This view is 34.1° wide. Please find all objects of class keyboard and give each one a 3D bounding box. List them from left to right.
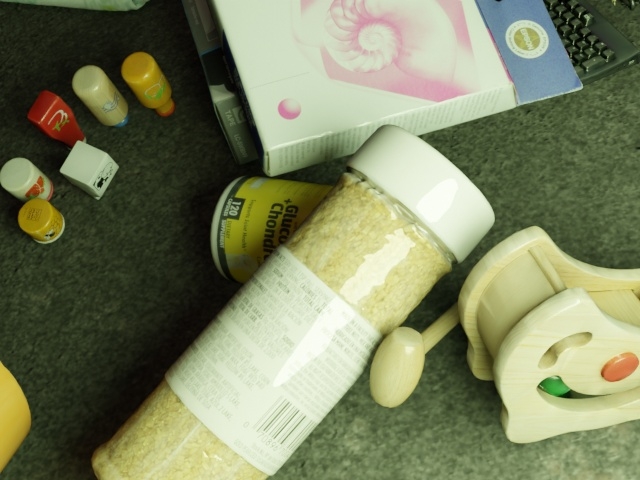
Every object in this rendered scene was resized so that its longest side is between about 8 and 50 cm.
[{"bbox_3d":[0.240,-0.291,1.152,0.201,0.033,0.317,-24,56,-18],"label":"keyboard"}]

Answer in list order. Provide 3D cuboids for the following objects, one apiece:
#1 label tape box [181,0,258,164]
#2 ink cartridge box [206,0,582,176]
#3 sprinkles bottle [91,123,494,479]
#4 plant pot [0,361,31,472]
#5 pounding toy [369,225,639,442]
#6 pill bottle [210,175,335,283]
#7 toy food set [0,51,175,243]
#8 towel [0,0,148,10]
[{"bbox_3d":[0.026,-0.246,1.166,0.333,0.106,0.241,-20,47,0],"label":"label tape box"},{"bbox_3d":[0.054,-0.256,1.014,0.330,0.071,0.324,-17,71,-8],"label":"ink cartridge box"},{"bbox_3d":[-0.020,0.076,0.816,0.355,0.121,0.121,-49,51,-4],"label":"sprinkles bottle"},{"bbox_3d":[-0.352,0.173,0.862,0.205,0.205,0.188,16,41,29],"label":"plant pot"},{"bbox_3d":[0.170,0.044,0.785,0.269,0.154,0.155,-7,44,-18],"label":"pounding toy"},{"bbox_3d":[0.000,0.000,0.954,0.184,0.103,0.103,8,52,25],"label":"pill bottle"},{"bbox_3d":[-0.259,-0.099,1.155,0.111,0.104,0.232,23,77,18],"label":"toy food set"},{"bbox_3d":[-0.335,-0.462,1.488,0.374,0.090,0.321,10,52,26],"label":"towel"}]
